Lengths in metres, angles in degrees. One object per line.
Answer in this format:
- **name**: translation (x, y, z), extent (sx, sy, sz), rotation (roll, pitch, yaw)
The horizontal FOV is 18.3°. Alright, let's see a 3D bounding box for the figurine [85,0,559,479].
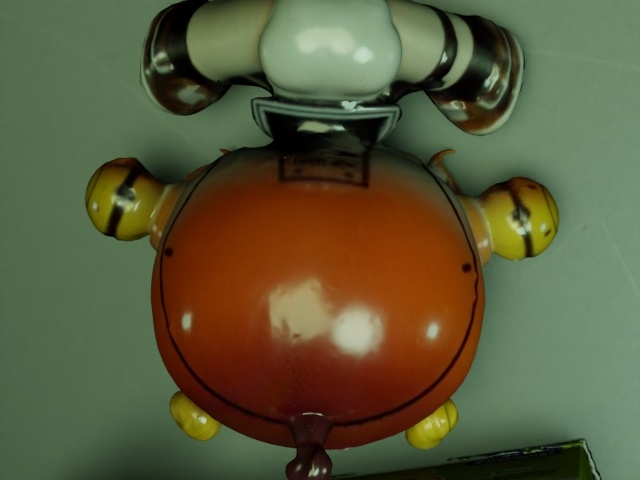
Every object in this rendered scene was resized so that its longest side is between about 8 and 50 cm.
- **figurine**: translation (0.000, -0.002, 1.306), extent (0.320, 0.196, 0.323), rotation (1, 86, 1)

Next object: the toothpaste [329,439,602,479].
- **toothpaste**: translation (0.033, 0.208, 1.368), extent (0.327, 0.110, 0.077), rotation (-9, 97, 9)
